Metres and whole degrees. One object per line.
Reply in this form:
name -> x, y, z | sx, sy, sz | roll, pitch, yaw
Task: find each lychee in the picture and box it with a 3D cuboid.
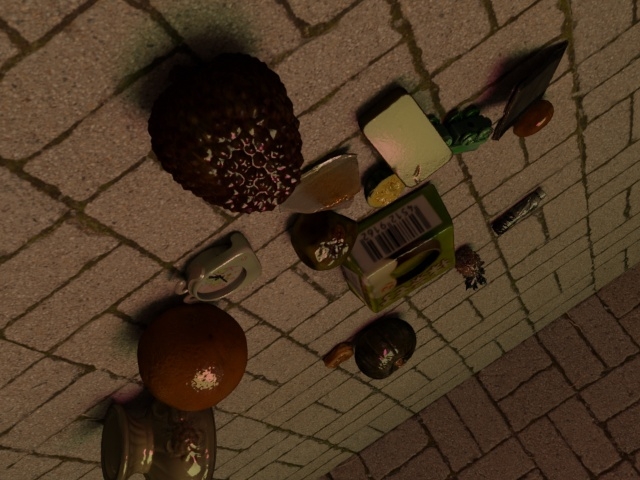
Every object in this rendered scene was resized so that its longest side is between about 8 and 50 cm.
lychee -> -0.141, -0.169, 1.272 | 0.236, 0.271, 0.236 | -38, -165, 12

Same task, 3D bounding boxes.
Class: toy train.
toy train -> 0.273, -0.223, 1.798 | 0.251, 0.085, 0.119 | -13, 153, -29

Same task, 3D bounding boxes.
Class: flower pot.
flower pot -> -0.425, 0.529, 2.092 | 0.244, 0.307, 0.307 | 3, 138, -29

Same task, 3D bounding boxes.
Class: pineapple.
pineapple -> 0.464, 0.088, 2.496 | 0.083, 0.103, 0.221 | -4, 162, 20

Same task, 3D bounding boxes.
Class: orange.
orange -> -0.290, 0.267, 1.844 | 0.264, 0.264, 0.264 | -25, 152, -14

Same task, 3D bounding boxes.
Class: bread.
bread -> 0.060, 0.372, 2.595 | 0.111, 0.044, 0.083 | -45, 154, 27

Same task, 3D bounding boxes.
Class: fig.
fig -> 0.000, 0.000, 1.824 | 0.166, 0.144, 0.154 | -51, -175, 47

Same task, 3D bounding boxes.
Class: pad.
pad -> 0.470, -0.334, 1.804 | 0.233, 0.022, 0.174 | -42, 159, -33

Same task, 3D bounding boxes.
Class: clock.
clock -> -0.228, 0.071, 1.768 | 0.191, 0.062, 0.151 | -29, 154, -5

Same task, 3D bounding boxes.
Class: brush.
brush -> 0.174, -0.210, 1.649 | 0.123, 0.059, 0.197 | -36, 125, 12

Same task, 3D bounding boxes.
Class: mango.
mango -> 0.517, -0.293, 1.956 | 0.114, 0.060, 0.080 | -47, 169, 30

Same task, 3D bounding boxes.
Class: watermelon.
watermelon -> 0.140, -0.126, 1.830 | 0.105, 0.062, 0.105 | -24, 144, -19

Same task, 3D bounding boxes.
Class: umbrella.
umbrella -> 0.593, -0.085, 2.401 | 0.188, 0.046, 0.050 | -42, 145, 8

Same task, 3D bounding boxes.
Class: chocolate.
chocolate -> 0.204, 0.033, 2.080 | 0.301, 0.137, 0.289 | -30, 153, -5

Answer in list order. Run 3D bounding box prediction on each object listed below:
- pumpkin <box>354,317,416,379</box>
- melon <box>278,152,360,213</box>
pumpkin -> 0.213, 0.351, 2.595 | 0.223, 0.157, 0.224 | -37, 157, -19
melon -> 0.012, -0.097, 1.718 | 0.202, 0.093, 0.139 | -30, 161, 5
